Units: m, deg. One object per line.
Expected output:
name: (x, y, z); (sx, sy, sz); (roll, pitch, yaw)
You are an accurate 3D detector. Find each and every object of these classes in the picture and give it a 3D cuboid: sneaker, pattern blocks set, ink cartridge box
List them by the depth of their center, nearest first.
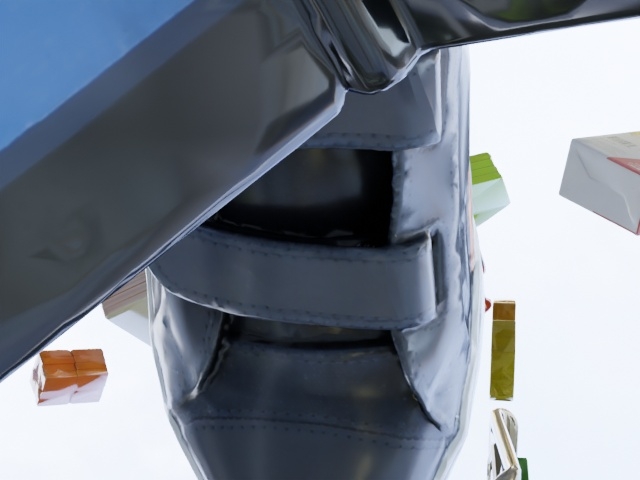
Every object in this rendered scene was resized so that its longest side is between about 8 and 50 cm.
sneaker: (-0.009, -0.043, 0.538); (0.126, 0.321, 0.127); (1, -178, 11)
pattern blocks set: (-0.033, 0.020, 0.889); (0.285, 0.325, 0.026); (-22, -110, -1)
ink cartridge box: (0.358, -0.065, 1.674); (0.198, 0.067, 0.115); (-9, -152, -36)

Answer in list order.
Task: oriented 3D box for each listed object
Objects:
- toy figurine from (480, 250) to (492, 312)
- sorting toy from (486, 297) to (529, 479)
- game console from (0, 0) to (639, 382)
toy figurine: (0.000, 0.000, 1.162); (0.213, 0.148, 0.209); (-20, -169, -4)
sorting toy: (0.148, 0.208, 1.260); (0.041, 0.307, 0.229); (2, -173, 6)
game console: (-0.045, -0.107, 0.260); (0.250, 0.293, 0.173); (-4, -138, 38)
